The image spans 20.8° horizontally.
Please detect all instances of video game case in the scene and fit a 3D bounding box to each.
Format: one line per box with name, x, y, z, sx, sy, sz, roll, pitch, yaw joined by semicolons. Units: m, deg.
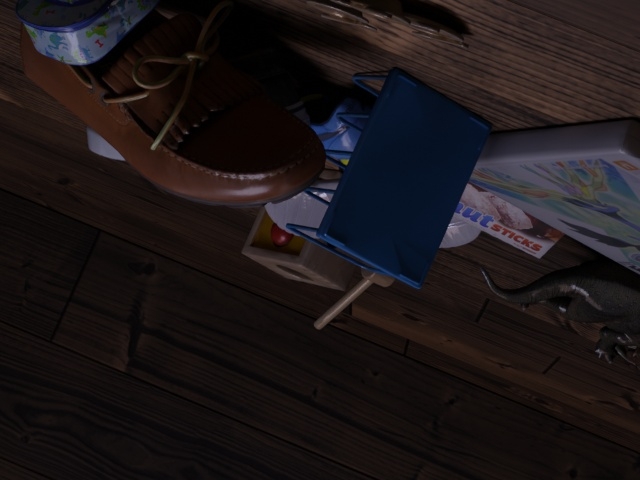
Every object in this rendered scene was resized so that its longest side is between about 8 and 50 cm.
video game case;0.311;-0.025;1.641;0.300;0.036;0.329;27;170;-21

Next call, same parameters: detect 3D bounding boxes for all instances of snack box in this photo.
snack box;0.174;-0.041;1.831;0.178;0.022;0.064;26;137;-15

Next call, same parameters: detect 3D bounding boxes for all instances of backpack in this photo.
backpack;-0.215;-0.221;1.564;0.105;0.114;0.084;19;150;34

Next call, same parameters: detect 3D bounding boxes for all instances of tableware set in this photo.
tableware set;0.031;-0.185;1.389;0.141;0.020;0.168;21;-177;30

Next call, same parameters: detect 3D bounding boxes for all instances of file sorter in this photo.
file sorter;0.059;-0.059;1.646;0.118;0.170;0.104;28;172;-25

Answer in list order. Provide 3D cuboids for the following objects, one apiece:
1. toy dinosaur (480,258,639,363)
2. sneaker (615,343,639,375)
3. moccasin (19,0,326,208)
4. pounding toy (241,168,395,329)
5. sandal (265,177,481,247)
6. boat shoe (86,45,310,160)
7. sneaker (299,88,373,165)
toy dinosaur;0.330;0.065;1.961;0.313;0.121;0.160;31;156;-19
sneaker;0.426;0.148;2.236;0.071;0.066;0.188;25;170;-4
moccasin;-0.143;-0.154;1.619;0.380;0.139;0.147;40;147;36
pounding toy;0.000;0.009;2.124;0.094;0.181;0.206;31;168;-37
sandal;0.061;-0.055;1.940;0.265;0.076;0.102;4;137;29
boat shoe;-0.130;-0.150;1.796;0.121;0.119;0.335;-18;-167;-41
sneaker;-0.011;-0.126;1.785;0.082;0.069;0.209;48;161;-28
